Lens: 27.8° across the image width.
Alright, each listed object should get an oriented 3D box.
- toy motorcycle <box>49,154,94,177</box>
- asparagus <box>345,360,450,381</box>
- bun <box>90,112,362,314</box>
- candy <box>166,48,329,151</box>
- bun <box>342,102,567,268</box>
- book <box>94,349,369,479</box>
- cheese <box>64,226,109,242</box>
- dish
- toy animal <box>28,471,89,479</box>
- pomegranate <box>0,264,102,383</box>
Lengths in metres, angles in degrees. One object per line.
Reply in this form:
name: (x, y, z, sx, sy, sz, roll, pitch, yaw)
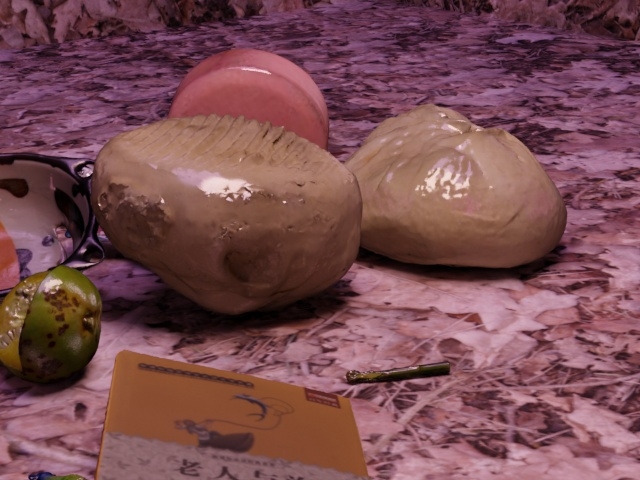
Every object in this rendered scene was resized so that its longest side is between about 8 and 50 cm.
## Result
toy motorcycle: (-0.422, -0.088, 2.135, 0.254, 0.112, 0.112, 0, 19, 1)
asparagus: (0.092, 0.156, 1.532, 0.127, 0.015, 0.018, -4, 10, -11)
bun: (-0.130, -0.040, 1.739, 0.362, 0.234, 0.326, 6, 28, -18)
candy: (-0.103, -0.156, 1.921, 0.255, 0.255, 0.094, 0, 32, 3)
bun: (0.190, -0.087, 1.933, 0.361, 0.213, 0.361, 1, 18, 0)
book: (-0.081, 0.218, 1.244, 0.269, 0.032, 0.389, 13, 18, -10)
cheese: (-0.241, -0.014, 1.961, 0.286, 0.074, 0.189, 3, 18, 11)
dish: (-0.423, 0.011, 1.752, 0.303, 0.120, 0.303, -1, 47, 1)
toy animal: (-0.201, 0.259, 1.218, 0.075, 0.041, 0.217, -15, 27, -31)
pomegranate: (-0.328, 0.107, 1.556, 0.122, 0.143, 0.169, 28, -39, -33)
